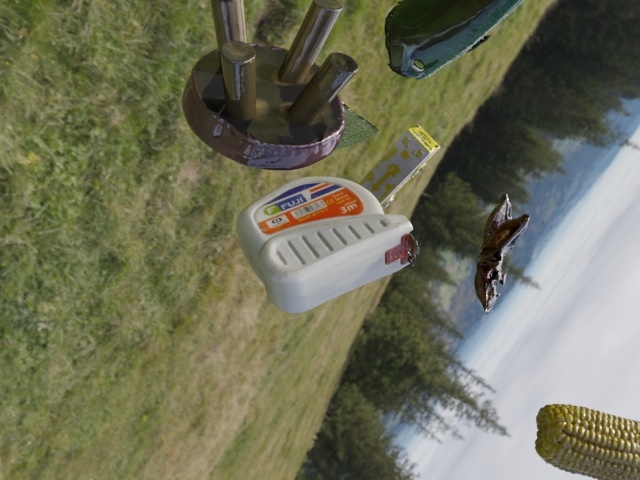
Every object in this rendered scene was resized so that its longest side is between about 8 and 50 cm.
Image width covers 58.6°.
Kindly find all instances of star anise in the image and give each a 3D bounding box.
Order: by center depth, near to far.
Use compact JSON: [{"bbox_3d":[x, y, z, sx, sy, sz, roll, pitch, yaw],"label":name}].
[{"bbox_3d":[0.292,0.001,0.932,0.212,0.054,0.156,-59,163,-53],"label":"star anise"}]

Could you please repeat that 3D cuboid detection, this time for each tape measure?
[{"bbox_3d":[0.000,0.000,1.020,0.258,0.265,0.130,-24,136,-15],"label":"tape measure"}]

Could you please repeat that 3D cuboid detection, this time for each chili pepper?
[{"bbox_3d":[0.172,-0.290,0.726,0.216,0.108,0.062,-23,-167,38],"label":"chili pepper"}]

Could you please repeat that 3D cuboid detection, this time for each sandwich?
[{"bbox_3d":[-0.017,-0.263,1.415,0.212,0.245,0.063,-52,-167,13],"label":"sandwich"}]

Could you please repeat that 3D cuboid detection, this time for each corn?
[{"bbox_3d":[0.586,0.398,1.073,0.131,0.345,0.131,10,90,-81],"label":"corn"}]

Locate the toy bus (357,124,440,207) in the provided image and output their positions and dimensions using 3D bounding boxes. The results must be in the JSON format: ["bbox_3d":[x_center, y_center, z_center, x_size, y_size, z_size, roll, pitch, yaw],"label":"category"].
[{"bbox_3d":[0.149,-0.137,1.202,0.226,0.081,0.074,-45,174,33],"label":"toy bus"}]

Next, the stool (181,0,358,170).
[{"bbox_3d":[-0.073,-0.259,0.887,0.272,0.272,0.178,-43,165,-37],"label":"stool"}]
